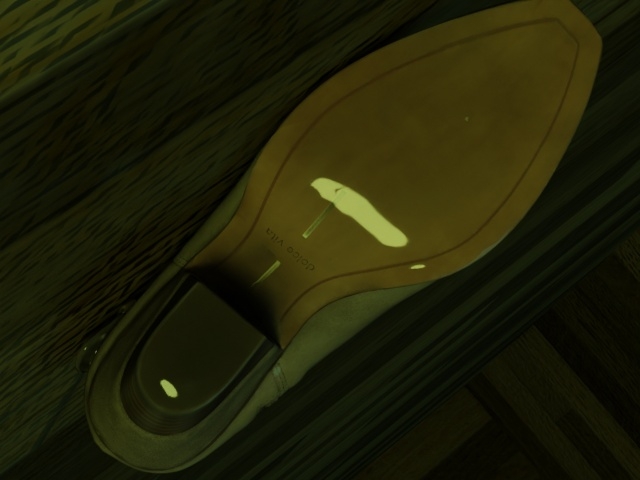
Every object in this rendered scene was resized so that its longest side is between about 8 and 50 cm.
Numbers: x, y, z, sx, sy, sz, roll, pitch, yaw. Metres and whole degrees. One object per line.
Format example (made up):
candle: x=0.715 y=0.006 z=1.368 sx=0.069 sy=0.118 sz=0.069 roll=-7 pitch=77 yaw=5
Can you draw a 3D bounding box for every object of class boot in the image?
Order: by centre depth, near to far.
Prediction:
boot: x=0.000 y=0.000 z=0.390 sx=0.118 sy=0.042 sz=0.087 roll=-38 pitch=179 yaw=-4
